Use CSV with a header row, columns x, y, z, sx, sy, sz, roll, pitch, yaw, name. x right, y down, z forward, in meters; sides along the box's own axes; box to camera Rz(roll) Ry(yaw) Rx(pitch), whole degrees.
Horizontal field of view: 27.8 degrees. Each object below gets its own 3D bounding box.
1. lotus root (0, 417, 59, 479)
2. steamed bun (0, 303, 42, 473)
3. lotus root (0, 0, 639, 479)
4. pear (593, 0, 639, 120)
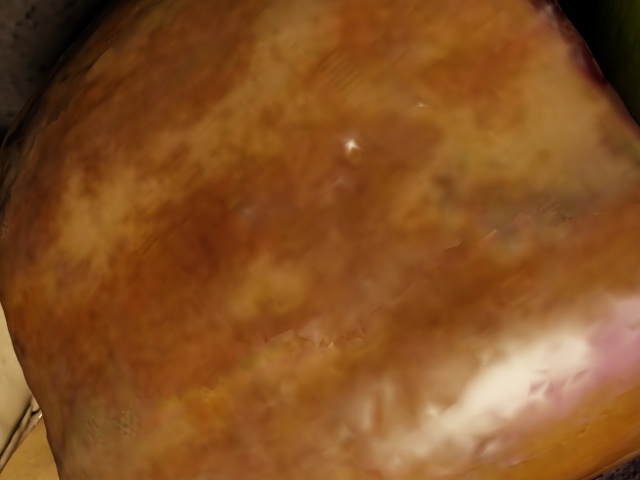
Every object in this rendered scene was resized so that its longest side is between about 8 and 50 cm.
x,y,z,sx,sy,sz,roll,pitch,yaw,name
-0.173,0.146,0.655,0.303,0.146,0.131,-22,170,-14,lotus root
-0.220,0.031,0.554,0.110,0.231,0.212,-11,125,45,steamed bun
0.000,0.000,0.549,0.250,0.316,0.316,-31,131,6,lotus root
0.275,-0.088,0.577,0.238,0.318,0.342,-60,161,0,pear
